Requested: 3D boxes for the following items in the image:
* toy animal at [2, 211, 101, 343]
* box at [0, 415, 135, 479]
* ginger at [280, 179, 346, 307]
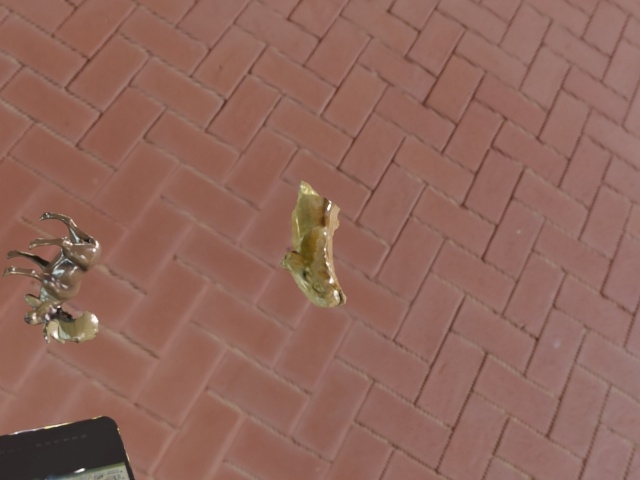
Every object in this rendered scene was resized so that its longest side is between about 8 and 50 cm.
[{"bbox_3d":[-0.431,0.077,1.382,0.186,0.214,0.093,36,17,-29],"label":"toy animal"},{"bbox_3d":[-0.505,0.440,1.479,0.350,0.058,0.211,-2,55,-38],"label":"box"},{"bbox_3d":[-0.005,-0.001,0.814,0.057,0.044,0.137,23,59,-48],"label":"ginger"}]
